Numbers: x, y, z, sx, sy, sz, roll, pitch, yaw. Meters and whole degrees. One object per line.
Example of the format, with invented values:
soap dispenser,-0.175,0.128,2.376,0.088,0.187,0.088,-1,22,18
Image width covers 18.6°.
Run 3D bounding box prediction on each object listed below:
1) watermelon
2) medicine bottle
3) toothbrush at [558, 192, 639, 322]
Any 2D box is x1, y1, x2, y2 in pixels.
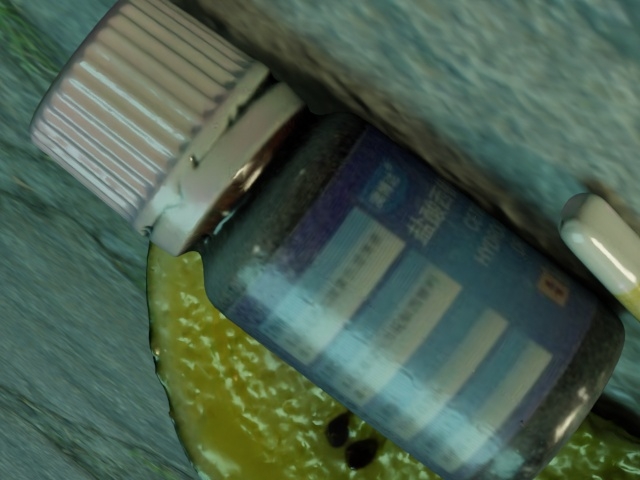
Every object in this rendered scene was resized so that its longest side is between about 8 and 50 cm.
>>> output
watermelon,0.052,0.088,0.783,0.301,0.123,0.129,32,141,6
medicine bottle,0.000,0.000,0.655,0.203,0.083,0.083,35,163,-3
toothbrush,0.167,0.080,0.656,0.024,0.021,0.288,-6,137,49
